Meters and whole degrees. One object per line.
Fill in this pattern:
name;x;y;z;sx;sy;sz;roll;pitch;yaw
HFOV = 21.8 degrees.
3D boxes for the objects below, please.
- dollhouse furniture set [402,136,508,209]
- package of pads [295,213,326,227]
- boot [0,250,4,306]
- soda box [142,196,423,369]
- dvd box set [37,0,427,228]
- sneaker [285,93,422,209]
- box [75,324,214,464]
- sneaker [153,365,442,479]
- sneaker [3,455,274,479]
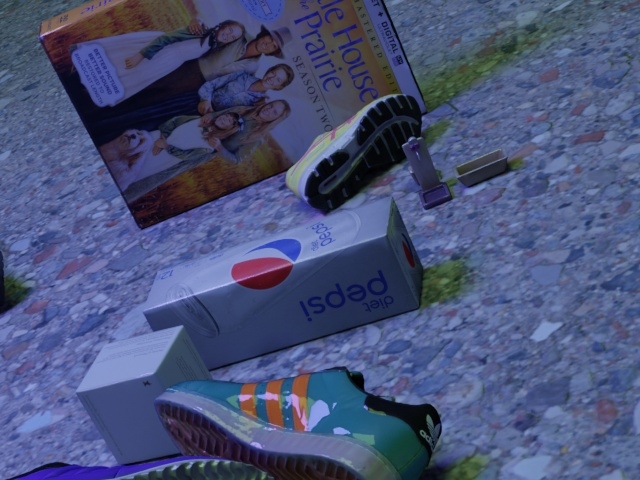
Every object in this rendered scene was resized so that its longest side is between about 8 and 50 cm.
dollhouse furniture set;0.153;-0.108;1.943;0.114;0.081;0.091;-22;24;6
package of pads;0.000;0.000;1.929;0.050;0.032;0.083;-32;25;-10
boot;-0.579;0.024;2.223;0.223;0.118;0.338;-8;13;-30
soda box;-0.040;0.052;1.783;0.286;0.098;0.091;-17;26;16
dvd box set;-0.109;-0.223;2.152;0.420;0.307;0.062;-21;27;6
sneaker;0.037;-0.120;2.080;0.208;0.081;0.094;-36;24;-23
box;-0.172;0.158;1.686;0.102;0.101;0.087;-15;26;25
sneaker;-0.019;0.173;1.520;0.302;0.108;0.121;12;42;41
sneaker;-0.181;0.231;1.439;0.293;0.102;0.146;-1;5;-27
